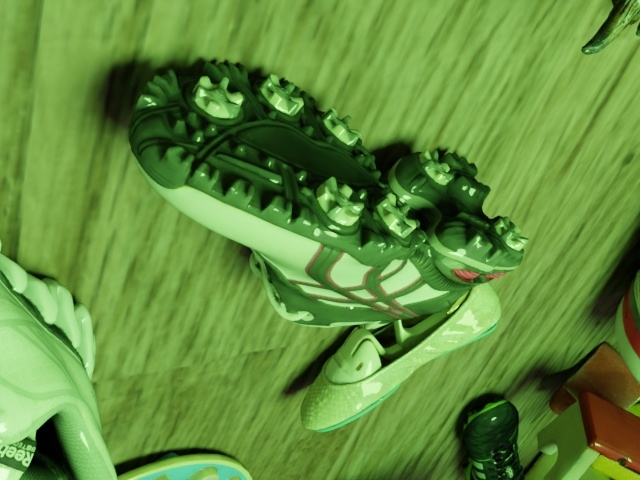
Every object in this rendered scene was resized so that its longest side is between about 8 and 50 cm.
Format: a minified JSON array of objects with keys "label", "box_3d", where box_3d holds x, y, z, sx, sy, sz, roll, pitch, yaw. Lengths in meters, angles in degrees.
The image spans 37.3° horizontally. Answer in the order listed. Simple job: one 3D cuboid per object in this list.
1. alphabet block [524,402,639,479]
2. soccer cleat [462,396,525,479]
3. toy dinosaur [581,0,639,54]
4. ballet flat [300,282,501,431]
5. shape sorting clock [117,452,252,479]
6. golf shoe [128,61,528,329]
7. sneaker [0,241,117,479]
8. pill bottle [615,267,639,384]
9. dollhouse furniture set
[{"label":"alphabet block","box_3d":[0.349,0.322,1.083,0.194,0.192,0.197,-7,137,-35]},{"label":"soccer cleat","box_3d":[0.173,0.211,0.909,0.060,0.072,0.178,-25,145,-11]},{"label":"toy dinosaur","box_3d":[0.132,-0.156,0.395,0.296,0.127,0.200,-2,142,-29]},{"label":"ballet flat","box_3d":[0.050,0.072,0.675,0.168,0.057,0.052,-31,118,-9]},{"label":"shape sorting clock","box_3d":[-0.142,0.234,0.717,0.206,0.040,0.206,-21,144,-16]},{"label":"golf shoe","box_3d":[0.000,0.000,0.494,0.120,0.105,0.273,-42,145,25]},{"label":"sneaker","box_3d":[-0.171,0.039,0.392,0.110,0.118,0.292,-32,144,2]},{"label":"pill bottle","box_3d":[0.359,-0.006,0.701,0.176,0.176,0.318,-15,141,-25]},{"label":"dollhouse furniture set","box_3d":[0.389,0.191,0.875,0.374,0.201,0.152,28,120,-13]}]
